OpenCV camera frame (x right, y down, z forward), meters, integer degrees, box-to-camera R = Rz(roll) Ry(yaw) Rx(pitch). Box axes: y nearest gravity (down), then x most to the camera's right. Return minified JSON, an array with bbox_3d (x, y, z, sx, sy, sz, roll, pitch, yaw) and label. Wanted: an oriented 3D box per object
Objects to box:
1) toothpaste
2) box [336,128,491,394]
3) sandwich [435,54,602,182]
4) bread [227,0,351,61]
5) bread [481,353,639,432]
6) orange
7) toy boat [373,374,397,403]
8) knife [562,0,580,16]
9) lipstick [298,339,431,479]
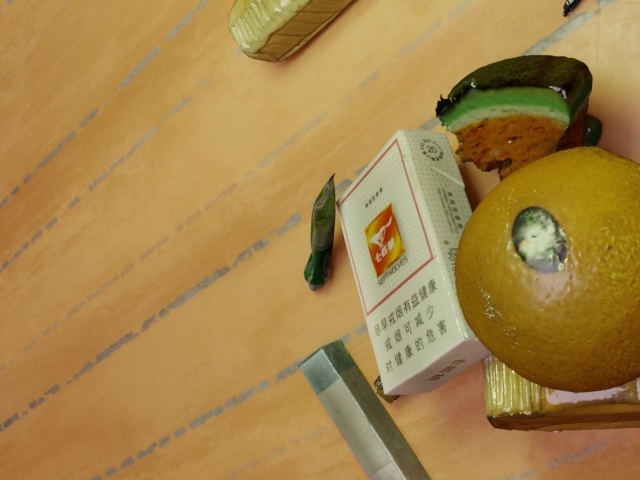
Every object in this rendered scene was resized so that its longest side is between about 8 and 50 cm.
[{"bbox_3d":[0.000,0.000,1.318,0.046,0.078,0.248,18,139,10],"label":"toothpaste"},{"bbox_3d":[0.138,0.032,1.163,0.210,0.095,0.330,-48,49,49],"label":"box"},{"bbox_3d":[0.320,-0.115,1.094,0.250,0.162,0.301,-5,113,64],"label":"sandwich"},{"bbox_3d":[-0.045,-0.391,1.293,0.236,0.140,0.106,-35,74,29],"label":"bread"},{"bbox_3d":[0.365,0.171,1.087,0.288,0.204,0.156,-12,67,31],"label":"bread"},{"bbox_3d":[0.288,0.032,0.899,0.274,0.274,0.274,5,100,33],"label":"orange"},{"bbox_3d":[0.143,0.210,1.311,0.049,0.047,0.149,52,121,17],"label":"toy boat"},{"bbox_3d":[0.369,-0.359,1.094,0.018,0.031,0.121,49,125,18],"label":"knife"},{"bbox_3d":[0.082,0.321,1.356,0.068,0.066,0.317,-42,74,29],"label":"lipstick"}]
